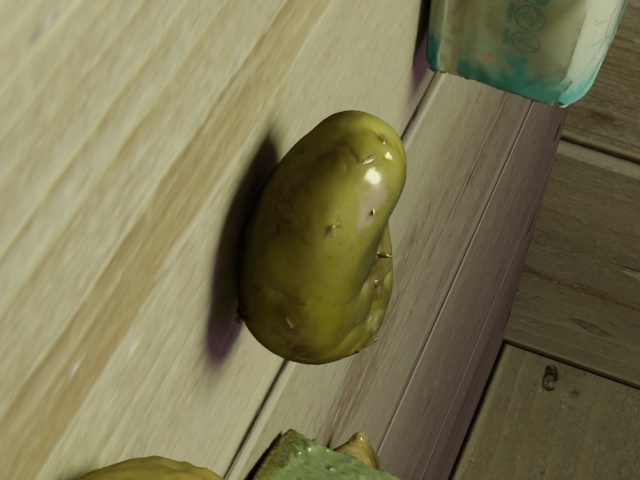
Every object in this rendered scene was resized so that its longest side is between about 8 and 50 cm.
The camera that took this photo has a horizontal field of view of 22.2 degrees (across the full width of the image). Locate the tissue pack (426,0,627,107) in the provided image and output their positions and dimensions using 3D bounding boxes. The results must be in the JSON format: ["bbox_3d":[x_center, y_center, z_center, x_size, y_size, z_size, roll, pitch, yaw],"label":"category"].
[{"bbox_3d":[0.154,-0.241,1.004,0.271,0.124,0.201,93,16,-56],"label":"tissue pack"}]

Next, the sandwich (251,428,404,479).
[{"bbox_3d":[-0.005,0.190,1.019,0.258,0.094,0.096,-49,160,-68],"label":"sandwich"}]

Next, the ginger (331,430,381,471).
[{"bbox_3d":[-0.007,0.240,1.197,0.288,0.075,0.089,-64,175,-54],"label":"ginger"}]

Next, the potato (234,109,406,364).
[{"bbox_3d":[0.000,0.000,0.759,0.091,0.070,0.138,-59,163,-45],"label":"potato"}]

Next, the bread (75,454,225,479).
[{"bbox_3d":[-0.067,0.203,0.598,0.244,0.134,0.244,16,90,-79],"label":"bread"}]
